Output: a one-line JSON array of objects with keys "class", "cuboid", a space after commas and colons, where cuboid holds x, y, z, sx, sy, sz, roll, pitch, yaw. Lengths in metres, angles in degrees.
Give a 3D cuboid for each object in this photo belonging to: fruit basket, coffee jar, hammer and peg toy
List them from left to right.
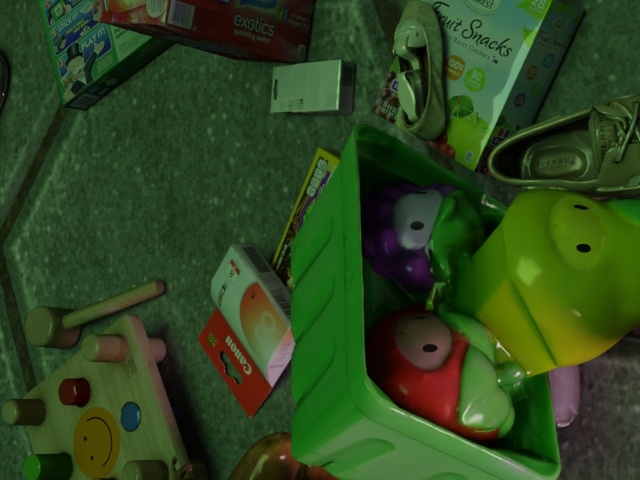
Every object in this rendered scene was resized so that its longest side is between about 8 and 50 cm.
[{"class": "hammer and peg toy", "cuboid": [-0.301, 0.215, 2.055, 0.266, 0.127, 0.361, -37, 62, 32]}, {"class": "fruit basket", "cuboid": [0.158, 0.049, 1.522, 0.392, 0.283, 0.392, -40, 35, 36]}, {"class": "coffee jar", "cuboid": [0.184, 0.152, 1.668, 0.184, 0.079, 0.096, -2, 87, 40]}]

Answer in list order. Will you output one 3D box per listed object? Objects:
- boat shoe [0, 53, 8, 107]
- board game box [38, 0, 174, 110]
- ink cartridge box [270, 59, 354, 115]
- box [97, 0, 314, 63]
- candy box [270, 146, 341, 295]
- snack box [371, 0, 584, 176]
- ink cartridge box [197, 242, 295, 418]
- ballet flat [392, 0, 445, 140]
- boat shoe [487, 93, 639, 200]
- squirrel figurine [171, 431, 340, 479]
[{"class": "boat shoe", "cuboid": [-0.569, -0.144, 2.344, 0.123, 0.116, 0.324, 11, 92, 42]}, {"class": "board game box", "cuboid": [-0.267, -0.348, 2.152, 0.317, 0.046, 0.213, -30, 65, 35]}, {"class": "ink cartridge box", "cuboid": [-0.011, -0.187, 1.917, 0.115, 0.029, 0.063, 1, 85, 42]}, {"class": "box", "cuboid": [-0.132, -0.299, 1.885, 0.122, 0.257, 0.128, 10, 91, 40]}, {"class": "candy box", "cuboid": [0.000, 0.000, 1.885, 0.105, 0.027, 0.206, 32, 106, 37]}, {"class": "snack box", "cuboid": [0.171, -0.199, 1.730, 0.174, 0.070, 0.207, 34, 105, 40]}, {"class": "ink cartridge box", "cuboid": [-0.098, 0.114, 1.925, 0.145, 0.045, 0.179, 53, 127, 29]}, {"class": "ballet flat", "cuboid": [0.106, -0.193, 1.705, 0.057, 0.052, 0.168, -21, 70, 40]}, {"class": "boat shoe", "cuboid": [0.310, -0.096, 1.574, 0.302, 0.098, 0.109, -10, 77, 41]}, {"class": "squirrel figurine", "cuboid": [-0.102, 0.406, 1.693, 0.281, 0.370, 0.397, 43, 112, 36]}]
